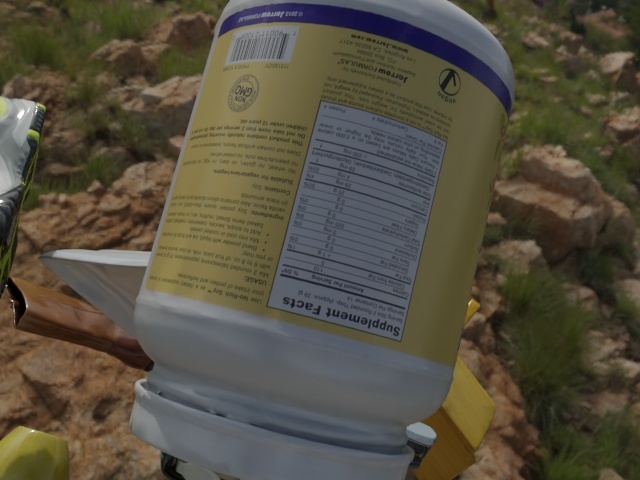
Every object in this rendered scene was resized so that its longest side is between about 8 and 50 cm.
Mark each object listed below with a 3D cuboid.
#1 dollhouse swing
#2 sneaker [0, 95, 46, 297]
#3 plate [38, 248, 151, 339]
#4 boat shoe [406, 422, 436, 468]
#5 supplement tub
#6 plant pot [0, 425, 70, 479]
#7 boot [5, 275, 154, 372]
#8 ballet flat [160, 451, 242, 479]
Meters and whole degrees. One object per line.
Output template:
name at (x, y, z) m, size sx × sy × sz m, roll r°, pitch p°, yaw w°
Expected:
dollhouse swing at (0.338, 0.377, 1.732) m, size 0.305 × 0.346 × 0.315 m, roll -26°, pitch 67°, yaw -27°
sneaker at (-0.444, -0.046, 0.852) m, size 0.147 × 0.145 × 0.384 m, roll 12°, pitch 39°, yaw -21°
plate at (-0.197, 0.086, 0.953) m, size 0.278 × 0.277 × 0.045 m, roll 3°, pitch 59°, yaw 24°
boat shoe at (0.120, 0.367, 1.313) m, size 0.184 × 0.083 × 0.065 m, roll 24°, pitch 16°, yaw 3°
supplement tub at (0.000, 0.000, 0.530) m, size 0.241 × 0.331 × 0.241 m, roll 14°, pitch -8°, yaw 2°
plant pot at (-0.400, 0.310, 0.950) m, size 0.134 × 0.134 × 0.095 m, roll 16°, pitch 68°, yaw -1°
boot at (-0.402, 0.129, 1.186) m, size 0.281 × 0.096 × 0.264 m, roll 24°, pitch 12°, yaw -33°
ballet flat at (-0.096, 0.341, 0.965) m, size 0.281 × 0.095 × 0.096 m, roll 14°, pitch 9°, yaw 6°
